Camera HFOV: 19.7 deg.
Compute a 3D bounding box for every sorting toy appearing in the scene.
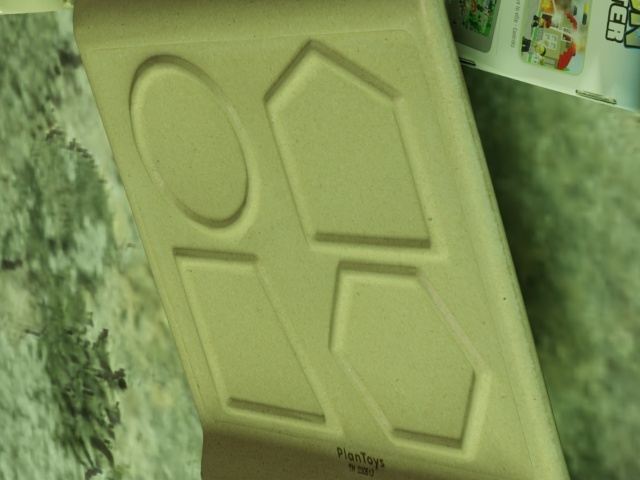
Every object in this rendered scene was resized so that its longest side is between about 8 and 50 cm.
[{"bbox_3d":[0.000,0.000,0.638,0.193,0.038,0.208,4,112,50],"label":"sorting toy"}]

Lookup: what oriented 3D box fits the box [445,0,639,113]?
[{"bbox_3d":[0.081,-0.147,0.537,0.114,0.036,0.207,22,114,43],"label":"box"}]

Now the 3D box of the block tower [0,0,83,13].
[{"bbox_3d":[-0.114,-0.259,0.689,0.097,0.091,0.335,14,108,45],"label":"block tower"}]
